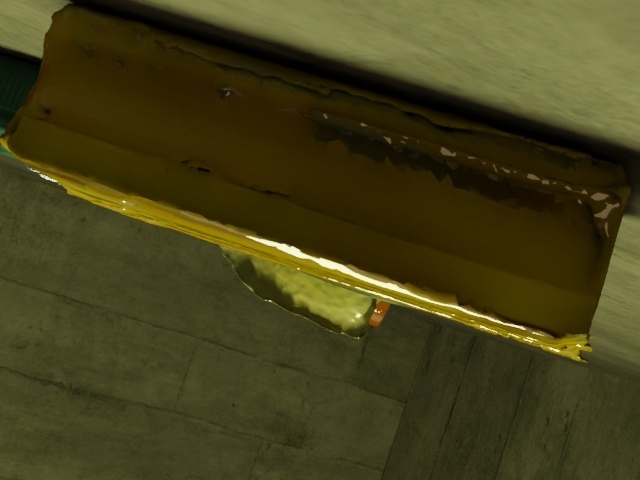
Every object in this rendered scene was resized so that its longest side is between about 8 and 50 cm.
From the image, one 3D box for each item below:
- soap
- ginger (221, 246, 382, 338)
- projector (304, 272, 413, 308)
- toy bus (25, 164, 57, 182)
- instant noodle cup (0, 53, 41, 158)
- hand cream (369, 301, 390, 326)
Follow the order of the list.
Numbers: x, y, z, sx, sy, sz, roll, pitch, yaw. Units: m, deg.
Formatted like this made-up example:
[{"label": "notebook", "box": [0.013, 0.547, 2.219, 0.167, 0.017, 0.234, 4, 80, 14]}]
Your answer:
[{"label": "soap", "box": [0.009, -0.027, 0.691, 0.324, 0.096, 0.204, 18, 177, 11]}, {"label": "ginger", "box": [-0.004, -0.002, 1.145, 0.193, 0.115, 0.122, 29, -164, 19]}, {"label": "projector", "box": [0.022, -0.009, 0.951, 0.269, 0.088, 0.193, 17, 177, 35]}, {"label": "toy bus", "box": [-0.280, -0.089, 1.471, 0.153, 0.061, 0.051, 18, -178, -16]}, {"label": "instant noodle cup", "box": [-0.248, -0.107, 1.001, 0.179, 0.070, 0.157, 18, 175, 14]}, {"label": "hand cream", "box": [-0.035, 0.037, 1.936, 0.314, 0.089, 0.140, 23, 175, -4]}]
